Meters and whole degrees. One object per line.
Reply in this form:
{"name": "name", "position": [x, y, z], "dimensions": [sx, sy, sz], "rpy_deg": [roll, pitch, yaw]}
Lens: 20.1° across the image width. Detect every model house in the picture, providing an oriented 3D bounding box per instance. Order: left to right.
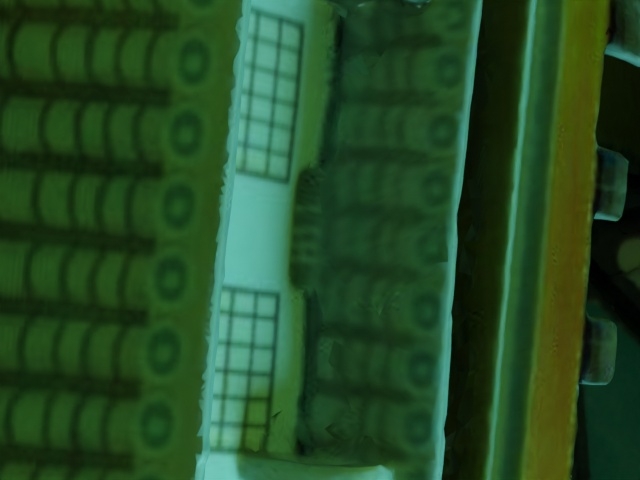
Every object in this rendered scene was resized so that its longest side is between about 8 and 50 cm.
{"name": "model house", "position": [-0.040, 0.000, 0.507], "dimensions": [0.198, 0.224, 0.215], "rpy_deg": [3, 175, 42]}

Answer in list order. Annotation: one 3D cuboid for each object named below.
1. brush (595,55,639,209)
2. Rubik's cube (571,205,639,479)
{"name": "brush", "position": [0.088, -0.048, 0.755], "dimensions": [0.123, 0.059, 0.197], "rpy_deg": [1, 174, 29]}
{"name": "Rubik's cube", "position": [0.301, 0.122, 0.701], "dimensions": [0.310, 0.305, 0.307], "rpy_deg": [6, 166, -41]}
